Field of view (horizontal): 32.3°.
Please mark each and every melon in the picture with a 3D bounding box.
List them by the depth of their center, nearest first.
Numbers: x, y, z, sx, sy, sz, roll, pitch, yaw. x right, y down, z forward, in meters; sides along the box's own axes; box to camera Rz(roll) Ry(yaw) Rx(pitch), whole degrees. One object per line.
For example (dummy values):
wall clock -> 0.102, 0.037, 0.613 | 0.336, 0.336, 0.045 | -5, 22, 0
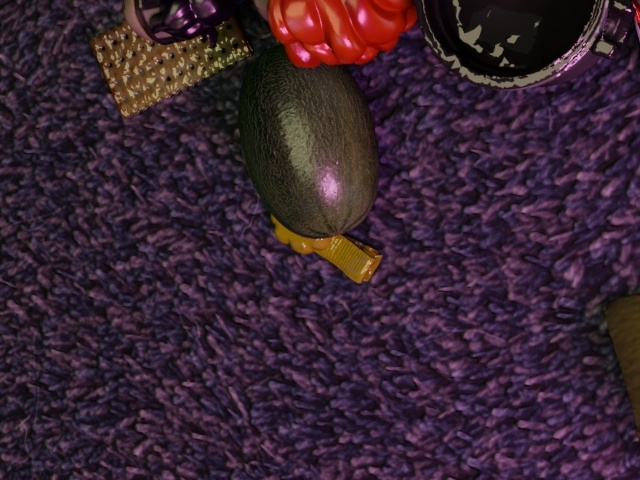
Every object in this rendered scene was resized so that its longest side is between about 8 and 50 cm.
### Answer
melon -> -0.018, -0.144, 1.482 | 0.182, 0.182, 0.287 | -13, 91, 20

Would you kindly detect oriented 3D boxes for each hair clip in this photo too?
hair clip -> 0.000, 0.000, 1.566 | 0.173, 0.046, 0.072 | 34, 103, 13

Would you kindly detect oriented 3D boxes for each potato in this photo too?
potato -> 0.468, 0.225, 1.393 | 0.112, 0.269, 0.255 | -23, 117, 19

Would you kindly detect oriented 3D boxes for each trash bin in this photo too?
trash bin -> 0.245, -0.291, 1.330 | 0.277, 0.262, 0.217 | 28, 105, 14

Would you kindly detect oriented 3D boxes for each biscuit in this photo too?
biscuit -> -0.220, -0.284, 1.617 | 0.231, 0.016, 0.139 | -24, 90, 20

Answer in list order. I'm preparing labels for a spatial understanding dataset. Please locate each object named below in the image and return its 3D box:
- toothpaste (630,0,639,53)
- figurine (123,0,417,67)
toothpaste -> 0.417, -0.216, 1.367 | 0.045, 0.071, 0.193 | -20, 105, 20
figurine -> -0.065, -0.347, 1.401 | 0.412, 0.306, 0.241 | 5, 124, 25
